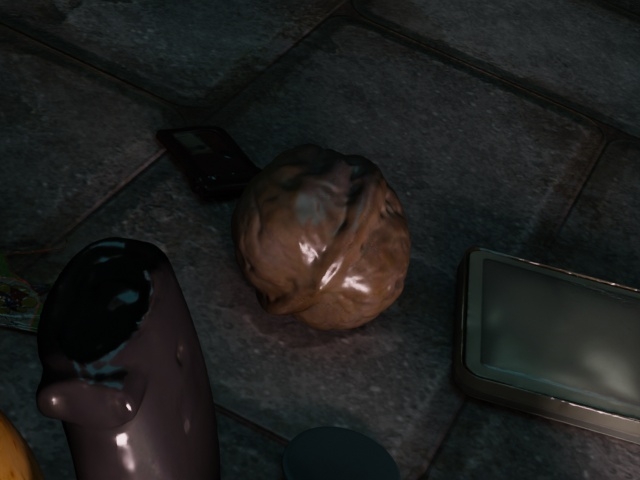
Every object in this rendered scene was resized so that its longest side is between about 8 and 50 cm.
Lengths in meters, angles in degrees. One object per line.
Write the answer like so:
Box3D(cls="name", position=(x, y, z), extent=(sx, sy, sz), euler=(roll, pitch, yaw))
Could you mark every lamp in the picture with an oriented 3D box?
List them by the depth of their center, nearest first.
Box3D(cls="lamp", position=(0.293, 0.122, 1.628), extent=(0.266, 0.047, 0.269), euler=(17, 34, -3))

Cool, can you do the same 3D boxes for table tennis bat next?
Box3D(cls="table tennis bat", position=(0.006, 0.248, 1.335), extent=(0.124, 0.033, 0.201), euler=(26, 33, 14))

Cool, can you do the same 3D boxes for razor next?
Box3D(cls="razor", position=(-0.147, 0.174, 1.102), extent=(0.113, 0.349, 0.204), euler=(1, 37, 5))

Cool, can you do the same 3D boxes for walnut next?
Box3D(cls="walnut", position=(0.000, 0.000, 1.539), extent=(0.224, 0.224, 0.224), euler=(12, 35, -9))

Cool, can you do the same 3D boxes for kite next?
Box3D(cls="kite", position=(-0.299, 0.051, 1.490), extent=(0.244, 0.006, 0.198), euler=(-14, 45, -37))

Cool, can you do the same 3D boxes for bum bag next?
Box3D(cls="bum bag", position=(-0.142, -0.104, 1.769), extent=(0.109, 0.026, 0.159), euler=(-6, 36, -31))

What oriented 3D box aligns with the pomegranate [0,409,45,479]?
Box3D(cls="pomegranate", position=(-0.323, 0.227, 0.899), extent=(0.410, 0.410, 0.410), euler=(12, 35, -9))
